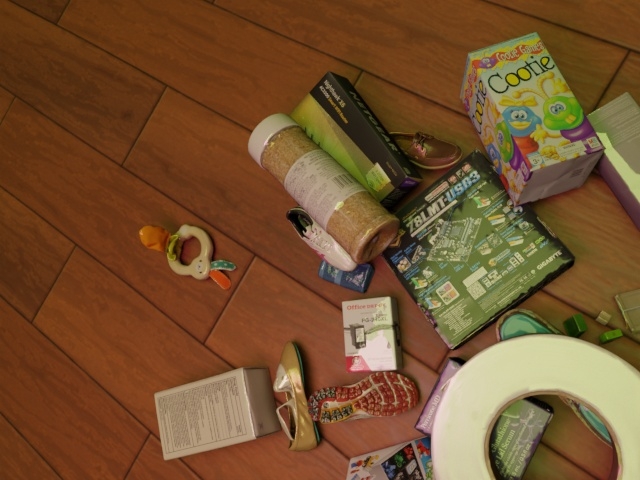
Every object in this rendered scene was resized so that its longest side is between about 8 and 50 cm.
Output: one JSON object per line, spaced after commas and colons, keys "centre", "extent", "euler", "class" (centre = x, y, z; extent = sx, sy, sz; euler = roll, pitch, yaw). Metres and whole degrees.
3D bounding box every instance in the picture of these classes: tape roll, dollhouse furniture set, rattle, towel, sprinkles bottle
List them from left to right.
{"centre": [-0.308, 0.033, 1.386], "extent": [0.130, 0.143, 0.199], "euler": [-42, 61, -10], "class": "rattle"}
{"centre": [0.000, -0.111, 1.182], "extent": [0.121, 0.121, 0.355], "euler": [-47, 64, 8], "class": "sprinkles bottle"}
{"centre": [0.054, 0.068, 1.289], "extent": [0.119, 0.029, 0.067], "euler": [19, 88, 24], "class": "towel"}
{"centre": [0.376, 0.347, 0.965], "extent": [0.392, 0.072, 0.392], "euler": [-3, 82, 20], "class": "tape roll"}
{"centre": [0.537, 0.147, 1.084], "extent": [0.151, 0.058, 0.076], "euler": [-15, 66, -1], "class": "dollhouse furniture set"}

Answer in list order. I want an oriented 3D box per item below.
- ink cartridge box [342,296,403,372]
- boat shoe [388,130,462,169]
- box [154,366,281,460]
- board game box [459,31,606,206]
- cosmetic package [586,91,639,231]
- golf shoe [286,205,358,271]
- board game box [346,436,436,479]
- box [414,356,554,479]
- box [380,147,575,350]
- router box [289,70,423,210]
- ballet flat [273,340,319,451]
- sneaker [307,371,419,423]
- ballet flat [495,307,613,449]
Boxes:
{"centre": [0.107, 0.196, 1.224], "extent": [0.109, 0.063, 0.150], "euler": [-9, 77, 20], "class": "ink cartridge box"}
{"centre": [0.211, -0.194, 1.232], "extent": [0.178, 0.060, 0.064], "euler": [17, 68, 40], "class": "boat shoe"}
{"centre": [-0.226, 0.377, 1.288], "extent": [0.232, 0.127, 0.149], "euler": [-18, 73, 17], "class": "box"}
{"centre": [0.389, -0.229, 1.115], "extent": [0.142, 0.144, 0.275], "euler": [-17, 66, -1], "class": "board game box"}
{"centre": [0.576, -0.132, 1.066], "extent": [0.107, 0.127, 0.238], "euler": [-33, 71, 12], "class": "cosmetic package"}
{"centre": [0.000, 0.000, 1.207], "extent": [0.186, 0.086, 0.067], "euler": [43, 113, 24], "class": "golf shoe"}
{"centre": [0.128, 0.479, 1.042], "extent": [0.193, 0.305, 0.053], "euler": [-23, 103, 17], "class": "board game box"}
{"centre": [0.304, 0.332, 1.095], "extent": [0.207, 0.108, 0.153], "euler": [25, 90, 24], "class": "box"}
{"centre": [0.292, 0.017, 1.179], "extent": [0.295, 0.073, 0.293], "euler": [-39, 66, 9], "class": "box"}
{"centre": [0.038, -0.170, 1.281], "extent": [0.243, 0.081, 0.309], "euler": [-44, 67, 26], "class": "router box"}
{"centre": [-0.062, 0.333, 1.251], "extent": [0.073, 0.080, 0.232], "euler": [-10, 74, -20], "class": "ballet flat"}
{"centre": [0.088, 0.322, 1.201], "extent": [0.225, 0.093, 0.088], "euler": [-7, 71, 4], "class": "sneaker"}
{"centre": [0.465, 0.249, 1.045], "extent": [0.348, 0.123, 0.123], "euler": [40, 96, 20], "class": "ballet flat"}
